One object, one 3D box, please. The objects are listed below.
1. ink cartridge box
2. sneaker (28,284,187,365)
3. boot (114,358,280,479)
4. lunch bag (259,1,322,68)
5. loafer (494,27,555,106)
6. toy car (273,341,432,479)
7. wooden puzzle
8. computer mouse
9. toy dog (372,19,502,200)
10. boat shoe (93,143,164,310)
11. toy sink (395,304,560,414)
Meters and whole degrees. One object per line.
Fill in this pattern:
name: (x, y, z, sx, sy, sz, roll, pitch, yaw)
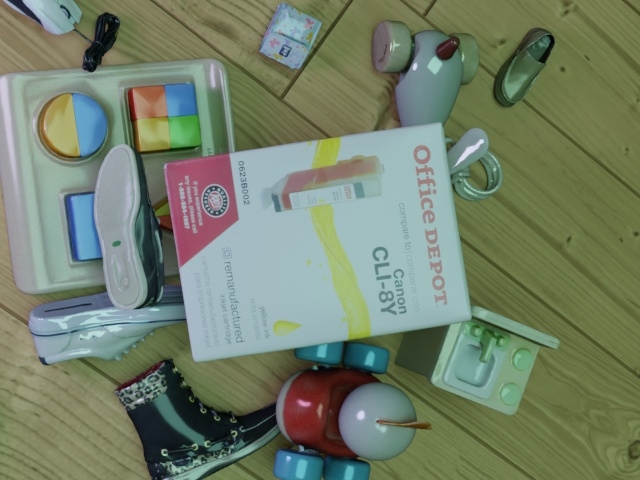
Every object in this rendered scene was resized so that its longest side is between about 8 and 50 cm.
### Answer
ink cartridge box: (0.000, 0.000, 1.575, 0.384, 0.160, 0.279, -9, 90, 1)
sneaker: (-0.296, 0.126, 1.669, 0.258, 0.094, 0.091, -7, 113, -12)
boot: (-0.175, 0.252, 1.699, 0.236, 0.085, 0.179, -27, 95, -15)
lunch bag: (-0.046, -0.312, 1.736, 0.071, 0.053, 0.083, 26, 94, -14)
loafer: (0.334, -0.286, 1.844, 0.056, 0.050, 0.148, 30, 83, -14)
toy car: (0.077, 0.264, 1.664, 0.210, 0.238, 0.219, 17, 81, -44)
wooden puzzle: (-0.288, -0.098, 1.659, 0.347, 0.080, 0.322, -7, 94, -15)
computer mouse: (-0.382, -0.334, 1.631, 0.193, 0.042, 0.106, 35, 55, -13)
toy dog: (0.178, -0.189, 1.745, 0.220, 0.161, 0.334, -19, 96, -14)
boat shoe: (-0.266, -0.019, 1.603, 0.079, 0.084, 0.233, -1, 83, -58)
toy sink: (0.234, 0.177, 1.734, 0.152, 0.234, 0.131, 22, 85, -16)
